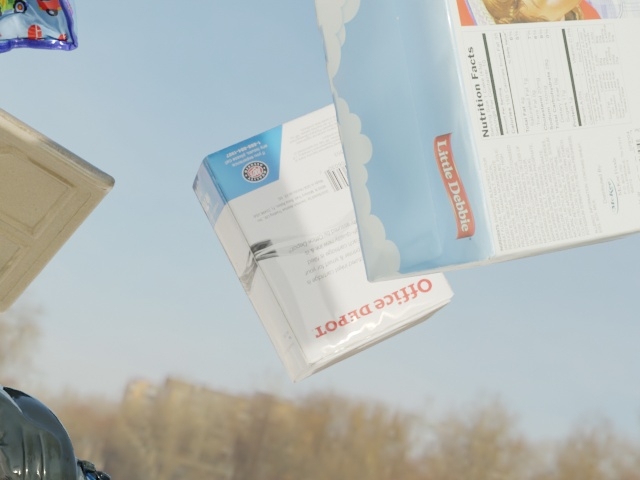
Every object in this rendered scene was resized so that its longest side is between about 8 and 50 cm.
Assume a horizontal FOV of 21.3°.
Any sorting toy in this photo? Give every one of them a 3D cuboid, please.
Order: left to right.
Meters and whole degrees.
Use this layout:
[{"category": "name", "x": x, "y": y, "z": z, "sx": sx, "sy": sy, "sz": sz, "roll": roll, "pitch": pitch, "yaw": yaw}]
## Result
[{"category": "sorting toy", "x": -0.328, "y": -0.075, "z": 1.286, "sx": 0.307, "sy": 0.041, "sz": 0.229, "roll": 32, "pitch": -42, "yaw": -15}]

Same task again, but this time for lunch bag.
[{"category": "lunch bag", "x": -0.332, "y": -0.363, "z": 1.722, "sx": 0.138, "sy": 0.221, "sz": 0.293, "roll": -10, "pitch": -36, "yaw": -12}]

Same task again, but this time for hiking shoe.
[{"category": "hiking shoe", "x": -0.156, "y": 0.146, "z": 0.947, "sx": 0.132, "sy": 0.113, "sz": 0.304, "roll": 5, "pitch": -17, "yaw": -16}]

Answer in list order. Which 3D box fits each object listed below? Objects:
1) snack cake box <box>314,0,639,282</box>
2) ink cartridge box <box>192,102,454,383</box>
[{"category": "snack cake box", "x": 0.078, "y": -0.121, "z": 0.834, "sx": 0.152, "sy": 0.264, "sz": 0.089, "roll": -9, "pitch": -3, "yaw": -41}, {"category": "ink cartridge box", "x": 0.000, "y": 0.000, "z": 1.392, "sx": 0.140, "sy": 0.190, "sz": 0.082, "roll": -24, "pitch": -9, "yaw": -19}]
